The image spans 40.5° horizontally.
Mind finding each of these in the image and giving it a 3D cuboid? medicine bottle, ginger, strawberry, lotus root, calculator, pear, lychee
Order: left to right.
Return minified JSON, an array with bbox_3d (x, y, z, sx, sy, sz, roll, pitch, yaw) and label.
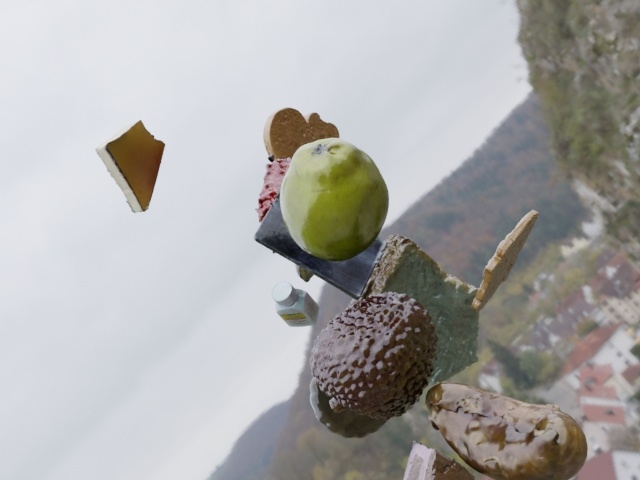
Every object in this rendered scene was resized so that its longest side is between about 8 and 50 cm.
[{"bbox_3d":[-0.060,0.142,1.922,0.118,0.074,0.055,54,-141,-46],"label":"medicine bottle"},{"bbox_3d":[-0.037,0.059,2.105,0.049,0.054,0.099,-20,-57,-35],"label":"lotus root"},{"bbox_3d":[-0.025,-0.086,1.944,0.178,0.234,0.234,-4,12,28],"label":"strawberry"},{"bbox_3d":[0.000,0.000,1.804,0.161,0.261,0.021,-61,3,-32],"label":"calculator"},{"bbox_3d":[0.026,-0.073,1.631,0.212,0.212,0.269,-39,-40,-24],"label":"pear"},{"bbox_3d":[0.109,0.226,1.684,0.271,0.236,0.236,-49,-10,15],"label":"lychee"},{"bbox_3d":[0.337,0.362,1.586,0.321,0.172,0.165,9,48,44],"label":"ginger"}]

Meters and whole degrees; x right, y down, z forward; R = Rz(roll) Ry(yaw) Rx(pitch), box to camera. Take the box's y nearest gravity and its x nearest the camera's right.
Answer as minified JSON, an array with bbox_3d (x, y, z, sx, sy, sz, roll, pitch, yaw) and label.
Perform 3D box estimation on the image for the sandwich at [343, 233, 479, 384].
[{"bbox_3d":[0.224,0.176,1.956,0.262,0.325,0.131,-60,23,-8],"label":"sandwich"}]

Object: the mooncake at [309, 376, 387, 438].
[{"bbox_3d":[0.081,0.388,2.196,0.228,0.228,0.124,-41,-9,-15],"label":"mooncake"}]

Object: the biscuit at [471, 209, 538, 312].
[{"bbox_3d":[0.387,0.040,1.833,0.250,0.035,0.162,-55,-19,-5],"label":"biscuit"}]

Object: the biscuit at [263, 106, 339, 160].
[{"bbox_3d":[-0.045,-0.258,2.309,0.044,0.202,0.288,-18,-1,38],"label":"biscuit"}]

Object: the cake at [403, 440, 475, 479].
[{"bbox_3d":[0.210,0.540,1.685,0.116,0.112,0.295,20,95,65],"label":"cake"}]

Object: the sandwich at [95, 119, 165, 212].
[{"bbox_3d":[-0.446,-0.190,2.153,0.058,0.193,0.162,-2,34,42],"label":"sandwich"}]
